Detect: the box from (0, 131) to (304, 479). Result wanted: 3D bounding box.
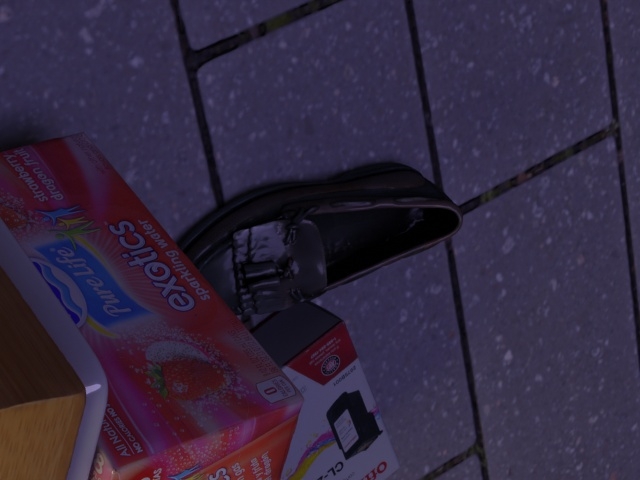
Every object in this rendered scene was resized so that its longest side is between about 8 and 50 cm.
[{"bbox_3d":[-0.165,0.079,1.261,0.154,0.300,0.142,-16,139,-33],"label":"box"}]

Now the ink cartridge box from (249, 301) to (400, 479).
[{"bbox_3d":[-0.018,0.158,1.576,0.127,0.072,0.175,-37,126,-23],"label":"ink cartridge box"}]

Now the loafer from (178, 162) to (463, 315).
[{"bbox_3d":[0.000,0.000,1.521,0.268,0.084,0.096,-22,120,-31],"label":"loafer"}]

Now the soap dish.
[{"bbox_3d":[-0.261,0.081,1.159,0.118,0.291,0.229,-15,140,-35],"label":"soap dish"}]
